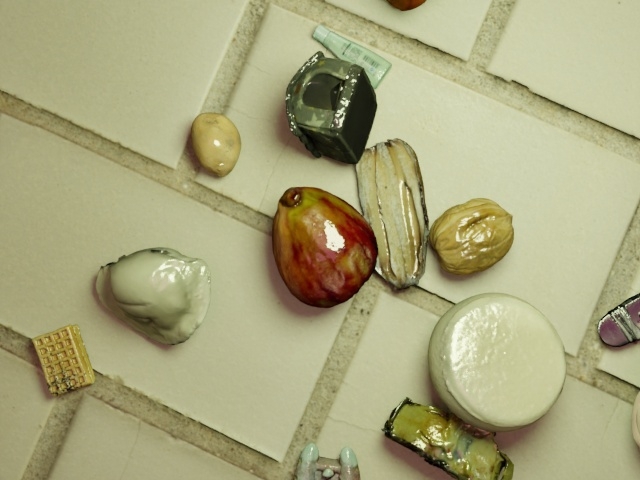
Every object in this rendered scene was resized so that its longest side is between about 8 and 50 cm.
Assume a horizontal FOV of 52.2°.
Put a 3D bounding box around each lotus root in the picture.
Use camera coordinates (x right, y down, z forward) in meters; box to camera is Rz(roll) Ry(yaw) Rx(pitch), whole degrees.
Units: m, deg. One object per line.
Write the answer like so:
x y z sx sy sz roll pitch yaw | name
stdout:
0.178 -0.057 1.445 0.167 0.078 0.329 -8 88 39 | lotus root

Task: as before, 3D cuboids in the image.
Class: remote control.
0.724 0.147 1.421 0.266 0.066 0.090 -30 73 6 | remote control

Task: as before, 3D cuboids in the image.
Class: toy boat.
0.012 0.565 1.432 0.155 0.085 0.227 5 88 3 | toy boat

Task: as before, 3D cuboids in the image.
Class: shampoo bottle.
0.067 -0.424 1.487 0.191 0.041 0.069 35 96 4 | shampoo bottle

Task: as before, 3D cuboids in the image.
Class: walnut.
0.328 -0.011 1.402 0.184 0.155 0.155 -26 86 1 | walnut

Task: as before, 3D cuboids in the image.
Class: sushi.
0.282 0.437 1.407 0.291 0.131 0.139 29 67 11 | sushi

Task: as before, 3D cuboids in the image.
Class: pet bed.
0.015 -0.280 1.388 0.159 0.211 0.183 16 84 19 | pet bed

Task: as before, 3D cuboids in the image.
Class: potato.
-0.238 -0.218 1.468 0.112 0.112 0.147 -21 80 3 | potato

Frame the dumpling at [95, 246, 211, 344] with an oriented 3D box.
-0.364 0.124 1.455 0.175 0.243 0.227 -22 108 -36 | dumpling

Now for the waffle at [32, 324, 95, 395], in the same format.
-0.588 0.276 1.501 0.102 0.042 0.148 -19 87 3 | waffle

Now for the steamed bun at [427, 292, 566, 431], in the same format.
0.359 0.255 1.373 0.283 0.177 0.283 1 75 -3 | steamed bun

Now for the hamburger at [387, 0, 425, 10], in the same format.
0.194 -0.671 1.351 0.250 0.330 0.330 -34 86 0 | hamburger

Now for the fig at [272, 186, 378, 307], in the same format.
0.005 0.009 1.395 0.224 0.224 0.263 -21 83 3 | fig

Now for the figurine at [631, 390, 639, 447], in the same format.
0.787 0.312 1.325 0.253 0.211 0.361 35 93 -1 | figurine
